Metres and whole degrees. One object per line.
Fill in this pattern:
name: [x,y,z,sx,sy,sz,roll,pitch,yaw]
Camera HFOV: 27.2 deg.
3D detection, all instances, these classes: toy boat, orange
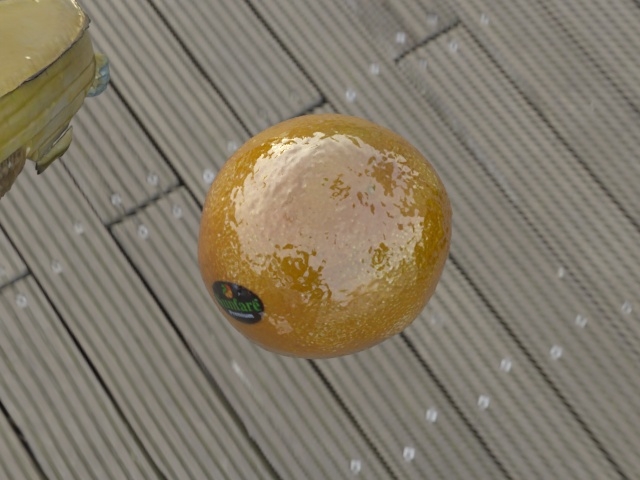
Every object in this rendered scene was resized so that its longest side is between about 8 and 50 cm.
toy boat: [-0.105,-0.042,0.422,0.047,0.049,0.149,15,28,5]
orange: [0.000,0.000,1.017,0.206,0.206,0.206,0,64,0]
